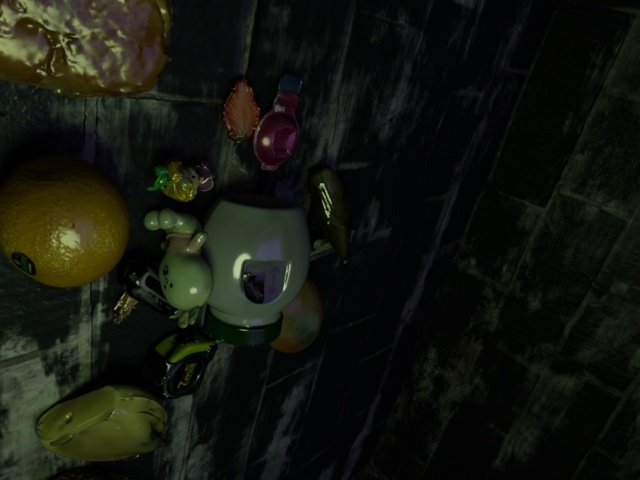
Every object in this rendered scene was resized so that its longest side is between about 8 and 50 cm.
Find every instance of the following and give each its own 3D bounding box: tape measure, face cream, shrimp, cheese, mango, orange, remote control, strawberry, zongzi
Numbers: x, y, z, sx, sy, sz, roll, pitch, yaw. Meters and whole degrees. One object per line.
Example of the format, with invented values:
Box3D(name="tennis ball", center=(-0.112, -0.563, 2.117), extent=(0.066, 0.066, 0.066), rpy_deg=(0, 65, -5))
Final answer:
Box3D(name="tape measure", center=(-0.392, 0.335, 1.294), extent=(0.186, 0.112, 0.199), rpy_deg=(13, 101, -62))
Box3D(name="face cream", center=(-0.179, 0.068, 1.221), extent=(0.312, 0.219, 0.358), rpy_deg=(1, 109, -29))
Box3D(name="shrimp", center=(-0.428, 0.131, 1.150), extent=(0.178, 0.034, 0.124), rpy_deg=(-64, 149, -7))
Box3D(name="cheese", center=(-0.511, 0.470, 1.188), extent=(0.259, 0.128, 0.316), rpy_deg=(-20, 140, 7))
Box3D(name="mango", center=(-0.102, 0.199, 1.477), extent=(0.221, 0.199, 0.384), rpy_deg=(-19, 124, -19))
Box3D(name="orange", center=(-0.449, -0.033, 0.829), extent=(0.236, 0.236, 0.237), rpy_deg=(-32, 138, -33))
Box3D(name="cheese", center=(-0.103, -0.294, 1.194), extent=(0.155, 0.062, 0.245), rpy_deg=(-9, 122, -49))
Box3D(name="remote control", center=(-0.379, 0.128, 1.128), extent=(0.090, 0.066, 0.266), rpy_deg=(-59, 150, -18))
Box3D(name="strawberry", center=(-0.189, -0.300, 1.098), extent=(0.103, 0.048, 0.152), rpy_deg=(-7, 109, -41))
Box3D(name="zongzi", center=(0.028, -0.084, 1.397), extent=(0.112, 0.242, 0.221), rpy_deg=(-16, 135, 13))

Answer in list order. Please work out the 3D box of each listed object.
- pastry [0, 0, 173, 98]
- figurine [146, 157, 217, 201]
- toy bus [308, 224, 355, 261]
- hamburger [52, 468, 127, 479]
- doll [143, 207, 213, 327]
Box3D(name="pastry", center=(-0.386, -0.346, 0.708), extent=(0.310, 0.162, 0.255), rpy_deg=(10, 119, -44))
Box3D(name="figurine", center=(-0.319, -0.122, 1.041), extent=(0.115, 0.095, 0.156), rpy_deg=(-49, 170, 25))
Box3D(name="toy bus", center=(0.000, 0.000, 1.540), extent=(0.261, 0.091, 0.109), rpy_deg=(-20, 138, -40))
Box3D(name="hamburger", center=(-0.604, 0.705, 1.206), extent=(0.146, 0.243, 0.286), rpy_deg=(-61, 162, 1))
Box3D(name="doll", center=(-0.303, 0.052, 1.062), extent=(0.113, 0.154, 0.275), rpy_deg=(-12, 85, -52))
